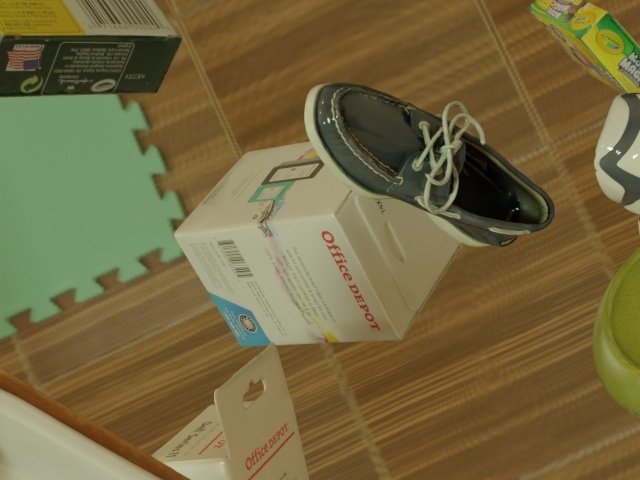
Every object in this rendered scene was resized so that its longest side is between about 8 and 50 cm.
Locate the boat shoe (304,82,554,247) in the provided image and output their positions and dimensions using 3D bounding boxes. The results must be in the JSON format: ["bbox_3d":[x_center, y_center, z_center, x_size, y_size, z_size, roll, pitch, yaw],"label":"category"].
[{"bbox_3d":[0.094,-0.061,1.073,0.079,0.254,0.095,-9,58,45],"label":"boat shoe"}]

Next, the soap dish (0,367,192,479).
[{"bbox_3d":[-0.239,0.258,0.941,0.229,0.118,0.291,34,73,-19],"label":"soap dish"}]

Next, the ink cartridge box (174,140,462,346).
[{"bbox_3d":[0.000,0.000,1.698,0.270,0.197,0.198,-6,124,39],"label":"ink cartridge box"}]

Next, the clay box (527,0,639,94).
[{"bbox_3d":[0.364,-0.256,1.726,0.053,0.222,0.127,-44,113,7],"label":"clay box"}]

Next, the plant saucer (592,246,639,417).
[{"bbox_3d":[0.359,0.061,1.243,0.241,0.241,0.037,-43,125,2],"label":"plant saucer"}]

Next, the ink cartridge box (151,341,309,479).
[{"bbox_3d":[-0.098,0.318,1.553,0.119,0.207,0.354,-8,100,21],"label":"ink cartridge box"}]

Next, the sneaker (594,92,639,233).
[{"bbox_3d":[0.299,-0.025,0.892,0.153,0.235,0.094,13,72,38],"label":"sneaker"}]

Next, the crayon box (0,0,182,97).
[{"bbox_3d":[-0.302,-0.274,1.316,0.318,0.202,0.081,55,132,29],"label":"crayon box"}]
